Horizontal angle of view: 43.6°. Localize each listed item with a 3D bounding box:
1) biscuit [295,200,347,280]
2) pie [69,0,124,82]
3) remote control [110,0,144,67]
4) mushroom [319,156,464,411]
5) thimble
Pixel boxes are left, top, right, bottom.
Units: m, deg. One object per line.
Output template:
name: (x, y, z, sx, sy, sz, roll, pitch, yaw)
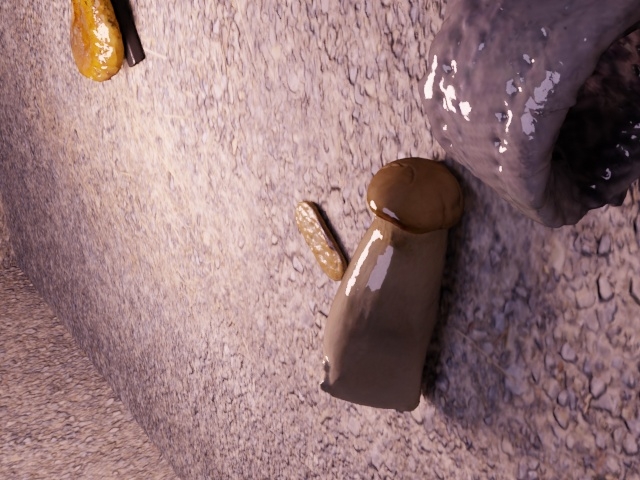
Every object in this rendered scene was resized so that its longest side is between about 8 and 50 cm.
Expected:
biscuit: (0.000, 0.000, 1.290, 0.147, 0.018, 0.071, 60, 151, 11)
pie: (-0.478, -0.456, 1.663, 0.273, 0.069, 0.273, 33, 130, 50)
remote control: (-0.411, -0.473, 1.615, 0.063, 0.025, 0.245, -4, 106, 63)
mushroom: (0.087, 0.079, 1.085, 0.137, 0.154, 0.407, -82, -2, -55)
thimble: (0.208, -0.141, 0.700, 0.157, 0.217, 0.245, 47, 160, 37)
